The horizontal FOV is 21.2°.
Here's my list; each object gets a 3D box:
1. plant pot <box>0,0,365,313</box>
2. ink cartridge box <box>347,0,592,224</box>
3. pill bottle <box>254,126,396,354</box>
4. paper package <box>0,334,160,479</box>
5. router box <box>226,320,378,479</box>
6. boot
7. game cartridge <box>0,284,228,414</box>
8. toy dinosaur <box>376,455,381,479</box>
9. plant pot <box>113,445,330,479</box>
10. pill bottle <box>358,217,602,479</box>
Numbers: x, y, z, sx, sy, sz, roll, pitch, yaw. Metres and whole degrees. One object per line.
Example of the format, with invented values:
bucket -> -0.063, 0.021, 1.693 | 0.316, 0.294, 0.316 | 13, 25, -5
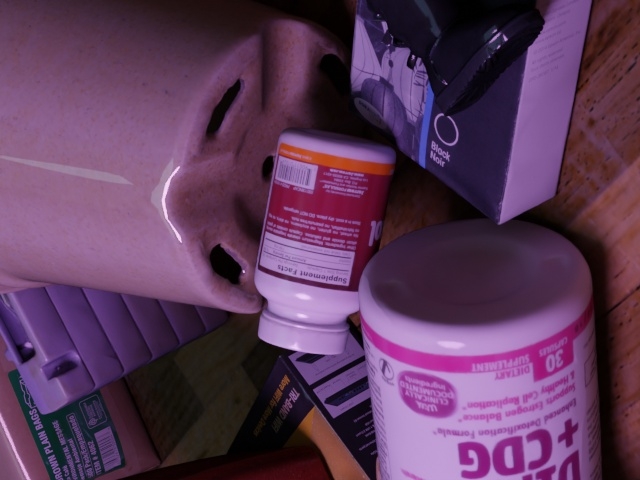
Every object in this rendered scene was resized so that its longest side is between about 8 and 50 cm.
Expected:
plant pot -> -0.140, -0.082, 1.336 | 0.305, 0.334, 0.333 | 17, 127, 37
ink cartridge box -> 0.100, -0.184, 1.102 | 0.165, 0.065, 0.332 | 40, 142, 35
pill bottle -> 0.000, 0.000, 1.219 | 0.086, 0.086, 0.152 | 20, 102, 49
paper package -> -0.371, 0.150, 1.968 | 0.309, 0.168, 0.324 | -12, 102, 59
router box -> 0.022, 0.251, 1.531 | 0.243, 0.081, 0.309 | 52, 148, 18
boot -> 0.080, -0.142, 1.062 | 0.099, 0.045, 0.121 | 60, 151, 10
game cartridge -> -0.246, -0.039, 1.575 | 0.068, 0.230, 0.355 | -30, 87, 39
toy dinosaur -> 0.053, 0.229, 1.360 | 0.093, 0.053, 0.183 | 1, 119, 35
plant pot -> -0.099, 0.307, 1.444 | 0.267, 0.236, 0.267 | -18, 98, 60
pill bottle -> 0.120, 0.141, 1.222 | 0.160, 0.160, 0.283 | 26, 134, 46
